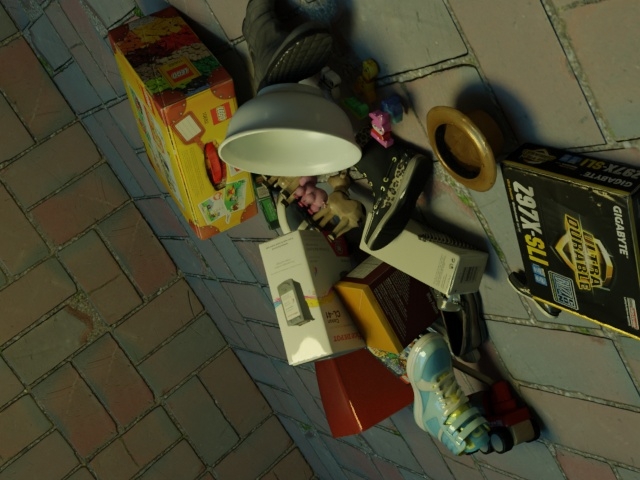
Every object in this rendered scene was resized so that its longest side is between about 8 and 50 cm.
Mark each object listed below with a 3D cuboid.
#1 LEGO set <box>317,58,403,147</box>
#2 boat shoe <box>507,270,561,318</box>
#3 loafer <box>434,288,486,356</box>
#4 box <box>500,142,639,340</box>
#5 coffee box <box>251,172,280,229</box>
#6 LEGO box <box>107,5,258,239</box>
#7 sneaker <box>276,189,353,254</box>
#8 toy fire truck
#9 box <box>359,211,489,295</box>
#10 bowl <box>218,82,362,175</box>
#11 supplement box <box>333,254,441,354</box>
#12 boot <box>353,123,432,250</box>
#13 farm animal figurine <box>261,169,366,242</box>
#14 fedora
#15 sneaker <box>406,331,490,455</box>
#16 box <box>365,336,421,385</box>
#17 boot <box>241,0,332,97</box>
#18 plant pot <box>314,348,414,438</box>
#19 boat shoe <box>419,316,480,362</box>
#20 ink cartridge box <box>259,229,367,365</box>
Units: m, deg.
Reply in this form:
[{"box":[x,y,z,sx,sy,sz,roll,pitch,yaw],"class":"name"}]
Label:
[{"box":[0.094,-0.301,1.672,0.227,0.087,0.093,46,154,30],"class":"LEGO set"},{"box":[0.434,0.101,1.680,0.133,0.049,0.042,43,128,35],"class":"boat shoe"},{"box":[0.313,0.158,1.924,0.096,0.084,0.267,19,141,51],"class":"loafer"},{"box":[0.459,0.001,1.445,0.257,0.079,0.322,26,146,48],"class":"box"},{"box":[-0.154,-0.126,2.321,0.184,0.040,0.113,-109,1,-52],"class":"coffee box"},{"box":[-0.363,-0.310,2.260,0.372,0.193,0.500,52,161,34],"class":"LEGO box"},{"box":[0.000,0.000,2.251,0.350,0.148,0.131,67,-163,14],"class":"sneaker"},{"box":[0.398,0.403,2.084,0.217,0.158,0.246,-32,72,62],"class":"toy fire truck"},{"box":[0.223,0.023,1.829,0.275,0.113,0.094,29,112,41],"class":"box"},{"box":[-0.062,-0.236,1.724,0.298,0.298,0.134,147,124,-67],"class":"bowl"},{"box":[0.174,0.132,2.001,0.129,0.194,0.191,4,129,59],"class":"supplement box"},{"box":[0.121,-0.116,1.789,0.178,0.085,0.236,41,117,31],"class":"boot"},{"box":[-0.032,-0.168,2.009,0.330,0.172,0.327,49,170,-13],"class":"farm animal figurine"},{"box":[0.273,-0.178,1.506,0.194,0.079,0.194,50,164,20],"class":"fedora"},{"box":[0.313,0.372,1.954,0.208,0.127,0.319,38,151,45],"class":"sneaker"},{"box":[0.203,0.270,2.207,0.233,0.044,0.159,42,133,-8],"class":"box"},{"box":[-0.093,-0.427,1.731,0.338,0.118,0.222,-34,68,62],"class":"boot"},{"box":[0.129,0.398,2.417,0.235,0.267,0.267,61,158,7],"class":"plant pot"},{"box":[0.293,0.244,2.088,0.227,0.081,0.079,38,153,29],"class":"boat shoe"},{"box":[-0.008,0.135,2.045,0.131,0.226,0.306,-22,78,28],"class":"ink cartridge box"}]
